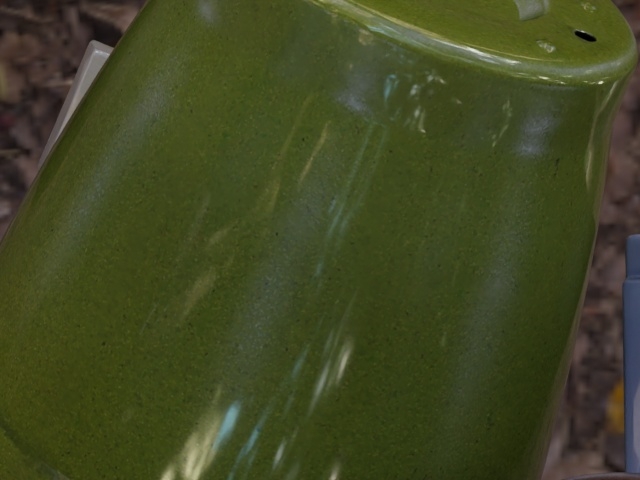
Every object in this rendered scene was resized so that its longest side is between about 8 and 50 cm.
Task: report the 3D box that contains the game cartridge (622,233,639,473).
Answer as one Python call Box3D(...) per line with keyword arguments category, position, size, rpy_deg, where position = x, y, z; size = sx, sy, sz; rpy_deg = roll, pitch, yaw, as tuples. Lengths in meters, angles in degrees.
Box3D(category="game cartridge", position=(0.306, 0.090, 1.041), size=(0.060, 0.294, 0.196), rpy_deg=(13, 78, -65))

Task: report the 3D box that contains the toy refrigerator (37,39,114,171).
Box3D(category="toy refrigerator", position=(-0.057, -0.042, 1.403), size=(0.269, 0.094, 0.102), rpy_deg=(22, 96, -11))

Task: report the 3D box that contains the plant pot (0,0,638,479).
Box3D(category="plant pot", position=(0.000, 0.000, 1.082), size=(0.366, 0.366, 0.353), rpy_deg=(0, 123, -39))

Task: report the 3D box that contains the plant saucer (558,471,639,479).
Box3D(category="plant saucer", position=(0.135, 0.174, 0.923), size=(0.198, 0.199, 0.036), rpy_deg=(-42, 136, -31))
